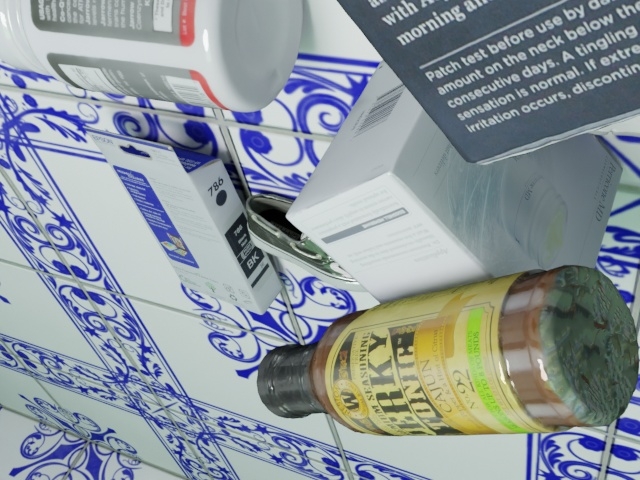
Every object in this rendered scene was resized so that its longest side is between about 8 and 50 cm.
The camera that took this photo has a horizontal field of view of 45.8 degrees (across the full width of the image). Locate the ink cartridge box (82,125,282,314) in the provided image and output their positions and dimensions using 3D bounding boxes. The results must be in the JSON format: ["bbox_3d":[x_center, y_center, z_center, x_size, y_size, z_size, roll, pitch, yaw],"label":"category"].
[{"bbox_3d":[-0.177,-0.037,1.039,0.165,0.065,0.332,17,147,31],"label":"ink cartridge box"}]

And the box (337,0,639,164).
[{"bbox_3d":[0.079,-0.286,0.325,0.212,0.293,0.395,-16,126,47],"label":"box"}]

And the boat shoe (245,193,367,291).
[{"bbox_3d":[0.000,0.000,0.960,0.219,0.077,0.070,19,146,18],"label":"boat shoe"}]

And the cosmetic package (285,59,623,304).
[{"bbox_3d":[0.131,-0.042,0.673,0.225,0.224,0.138,43,144,-21],"label":"cosmetic package"}]

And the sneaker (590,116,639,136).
[{"bbox_3d":[0.269,-0.136,0.584,0.297,0.111,0.129,24,131,1],"label":"sneaker"}]

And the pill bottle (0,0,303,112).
[{"bbox_3d":[-0.175,-0.218,0.723,0.283,0.161,0.161,12,143,24],"label":"pill bottle"}]

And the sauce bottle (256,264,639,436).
[{"bbox_3d":[0.071,0.102,0.604,0.111,0.111,0.344,43,144,-20],"label":"sauce bottle"}]
